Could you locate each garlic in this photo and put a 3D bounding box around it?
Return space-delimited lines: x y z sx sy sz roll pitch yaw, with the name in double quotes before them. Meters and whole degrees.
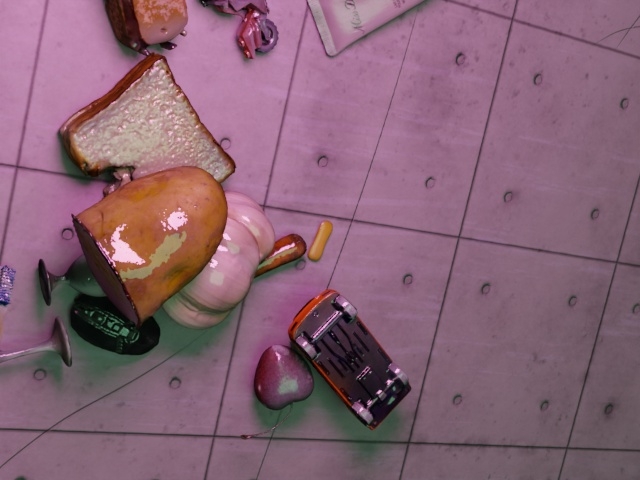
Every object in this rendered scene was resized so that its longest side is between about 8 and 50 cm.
"garlic" -0.211 0.032 1.943 0.203 0.185 0.281 32 87 -14

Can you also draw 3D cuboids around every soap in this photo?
"soap" 0.000 0.000 2.142 0.034 0.012 0.089 23 92 -31

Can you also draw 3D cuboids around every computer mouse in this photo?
"computer mouse" -0.388 0.165 1.952 0.192 0.062 0.105 31 87 -32

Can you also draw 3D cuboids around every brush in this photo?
"brush" -0.572 0.127 1.810 0.033 0.030 0.178 29 53 -40

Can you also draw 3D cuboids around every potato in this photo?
"potato" -0.280 -0.018 1.780 0.266 0.229 0.229 -35 117 -17

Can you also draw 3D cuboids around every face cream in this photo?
"face cream" 0.129 -0.499 2.050 0.314 0.089 0.143 -26 114 -8

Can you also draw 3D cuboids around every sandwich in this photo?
"sandwich" -0.320 -0.165 1.882 0.249 0.095 0.273 -40 118 -12

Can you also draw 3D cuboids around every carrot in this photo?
"carrot" -0.104 0.038 2.077 0.162 0.055 0.055 -27 114 -13

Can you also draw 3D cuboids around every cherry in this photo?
"cherry" -0.106 0.297 2.109 0.188 0.115 0.148 -20 131 -17

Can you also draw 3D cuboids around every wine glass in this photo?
"wine glass" -0.575 0.272 1.773 0.310 0.264 0.096 -13 136 -25
"wine glass" -0.415 0.061 1.892 0.202 0.093 0.092 -8 107 -24

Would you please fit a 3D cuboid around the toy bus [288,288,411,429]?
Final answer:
"toy bus" 0.047 0.242 2.150 0.143 0.153 0.329 -45 120 -12

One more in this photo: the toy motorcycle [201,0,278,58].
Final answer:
"toy motorcycle" -0.159 -0.436 1.906 0.118 0.084 0.212 -41 123 -22

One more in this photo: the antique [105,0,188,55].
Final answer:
"antique" -0.321 -0.469 1.787 0.125 0.150 0.284 -24 121 -22
